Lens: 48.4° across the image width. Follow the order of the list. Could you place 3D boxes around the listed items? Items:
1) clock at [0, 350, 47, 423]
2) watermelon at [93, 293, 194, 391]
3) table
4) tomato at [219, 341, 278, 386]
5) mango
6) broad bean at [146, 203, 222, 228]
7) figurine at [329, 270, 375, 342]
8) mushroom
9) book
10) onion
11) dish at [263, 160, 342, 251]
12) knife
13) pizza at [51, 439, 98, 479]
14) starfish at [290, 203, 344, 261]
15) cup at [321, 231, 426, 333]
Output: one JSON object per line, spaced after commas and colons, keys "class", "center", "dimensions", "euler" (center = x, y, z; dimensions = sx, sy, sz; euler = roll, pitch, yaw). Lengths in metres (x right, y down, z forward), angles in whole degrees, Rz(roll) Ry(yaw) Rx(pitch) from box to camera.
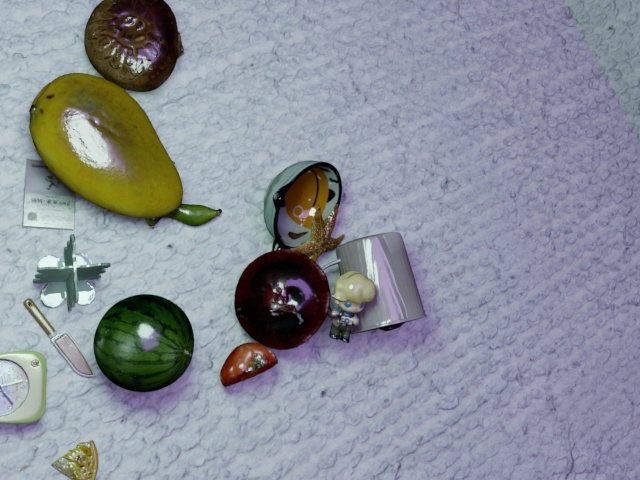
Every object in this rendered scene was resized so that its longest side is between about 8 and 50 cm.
{"class": "clock", "center": [-0.764, 0.345, 1.666], "dimensions": [0.232, 0.069, 0.169], "euler": [3, 77, -23]}
{"class": "watermelon", "center": [-0.431, 0.251, 1.748], "dimensions": [0.243, 0.242, 0.242], "euler": [6, 75, -23]}
{"class": "table", "center": [-0.606, 0.081, 1.729], "dimensions": [0.167, 0.198, 0.166], "euler": [6, 75, -24]}
{"class": "tomato", "center": [-0.202, 0.322, 1.896], "dimensions": [0.159, 0.139, 0.091], "euler": [-20, 74, -30]}
{"class": "mango", "center": [-0.538, -0.231, 1.833], "dimensions": [0.445, 0.221, 0.301], "euler": [43, 51, -19]}
{"class": "broad bean", "center": [-0.372, -0.073, 1.959], "dimensions": [0.214, 0.048, 0.070], "euler": [-6, 85, -23]}
{"class": "figurine", "center": [0.075, 0.180, 1.932], "dimensions": [0.114, 0.108, 0.195], "euler": [19, 97, -4]}
{"class": "mushroom", "center": [-0.502, -0.551, 1.953], "dimensions": [0.278, 0.163, 0.296], "euler": [-5, 78, -25]}
{"class": "book", "center": [-0.698, -0.118, 1.839], "dimensions": [0.127, 0.014, 0.181], "euler": [5, 76, -25]}
{"class": "onion", "center": [-0.107, 0.160, 1.898], "dimensions": [0.273, 0.285, 0.272], "euler": [0, 92, 6]}
{"class": "dish", "center": [-0.073, -0.112, 2.031], "dimensions": [0.303, 0.120, 0.302], "euler": [-31, 136, -35]}
{"class": "knife", "center": [-0.646, 0.243, 1.771], "dimensions": [0.046, 0.022, 0.256], "euler": [-40, 95, -31]}
{"class": "pizza", "center": [-0.593, 0.546, 1.720], "dimensions": [0.109, 0.026, 0.122], "euler": [3, 77, -22]}
{"class": "starfish", "center": [0.001, 0.000, 2.070], "dimensions": [0.043, 0.227, 0.241], "euler": [31, 24, 29]}
{"class": "cup", "center": [0.139, 0.136, 2.079], "dimensions": [0.289, 0.208, 0.273], "euler": [-15, 81, 16]}
